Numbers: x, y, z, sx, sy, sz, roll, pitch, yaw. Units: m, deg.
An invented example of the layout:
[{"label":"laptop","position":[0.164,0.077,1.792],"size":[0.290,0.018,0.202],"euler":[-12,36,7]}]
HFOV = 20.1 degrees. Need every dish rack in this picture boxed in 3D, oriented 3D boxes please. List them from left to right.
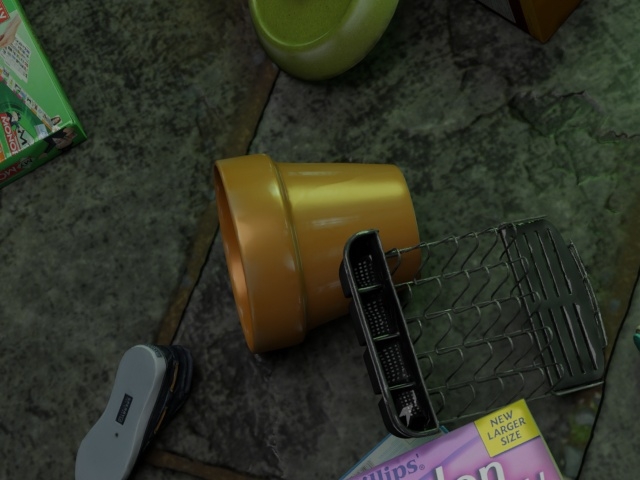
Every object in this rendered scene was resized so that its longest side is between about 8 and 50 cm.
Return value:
[{"label":"dish rack","position":[0.159,0.076,1.789],"size":[0.272,0.074,0.208],"euler":[-12,77,-21]}]

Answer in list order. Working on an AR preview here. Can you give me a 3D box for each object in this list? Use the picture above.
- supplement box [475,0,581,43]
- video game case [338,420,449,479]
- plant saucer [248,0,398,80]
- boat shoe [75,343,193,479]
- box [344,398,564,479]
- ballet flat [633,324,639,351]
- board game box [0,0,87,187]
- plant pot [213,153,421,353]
[{"label":"supplement box","position":[0.226,-0.365,2.016],"size":[0.194,0.129,0.191],"euler":[36,80,27]},{"label":"video game case","position":[0.113,0.261,1.815],"size":[0.119,0.015,0.166],"euler":[-42,61,-6]},{"label":"plant saucer","position":[-0.005,-0.301,2.036],"size":[0.241,0.037,0.241],"euler":[-8,79,43]},{"label":"boat shoe","position":[-0.191,0.193,1.913],"size":[0.065,0.083,0.183],"euler":[32,104,27]},{"label":"box","position":[0.152,0.310,1.707],"size":[0.214,0.117,0.243],"euler":[-24,66,2]},{"label":"ballet flat","position":[0.373,0.137,1.778],"size":[0.052,0.057,0.168],"euler":[-29,61,-10]},{"label":"board game box","position":[-0.436,-0.195,2.175],"size":[0.213,0.046,0.317],"euler":[-29,61,0]},{"label":"plant pot","position":[0.000,0.000,1.884],"size":[0.188,0.205,0.205],"euler":[-11,61,-7]}]
